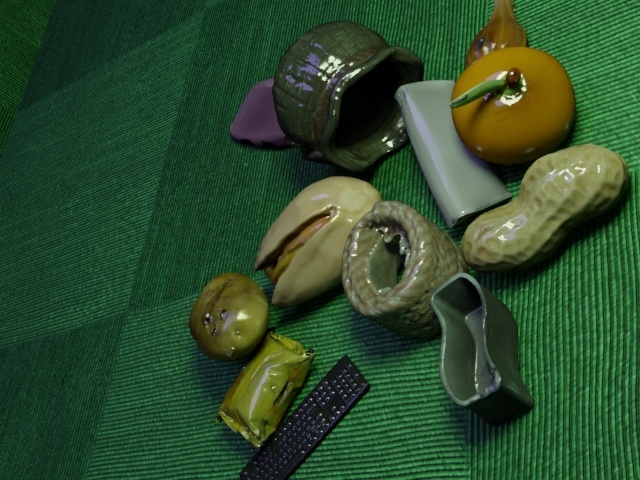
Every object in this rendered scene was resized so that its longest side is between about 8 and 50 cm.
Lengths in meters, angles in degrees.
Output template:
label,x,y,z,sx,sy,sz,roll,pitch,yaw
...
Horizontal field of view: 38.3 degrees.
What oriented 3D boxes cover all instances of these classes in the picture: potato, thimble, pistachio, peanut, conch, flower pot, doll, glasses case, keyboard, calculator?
label,x,y,z,sx,sy,sz,roll,pitch,yaw
potato,-0.180,0.150,1.826,0.173,0.140,0.300,-61,12,-3
thimble,0.145,0.054,1.613,0.196,0.148,0.229,-48,37,12
pistachio,0.000,0.000,1.788,0.299,0.187,0.188,-42,41,25
peanut,0.353,-0.048,1.479,0.298,0.136,0.120,-41,8,19
conch,0.335,-0.387,1.771,0.109,0.093,0.330,-23,48,42
flower pot,0.054,-0.276,1.839,0.213,0.302,0.302,37,91,39
doll,0.324,-0.236,1.555,0.213,0.236,0.214,-2,81,14
glasses case,0.241,-0.163,1.695,0.128,0.083,0.308,-17,62,-2
keyboard,-0.033,0.346,1.681,0.310,0.018,0.101,-49,40,8
flower pot,0.250,0.170,1.451,0.103,0.108,0.229,-29,45,28
calculator,-0.119,-0.313,2.216,0.294,0.043,0.194,13,73,50

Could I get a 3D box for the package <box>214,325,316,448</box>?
label,x,y,z,sx,sy,sz,roll,pitch,yaw
package,-0.106,0.276,1.747,0.168,0.090,0.226,18,71,54
